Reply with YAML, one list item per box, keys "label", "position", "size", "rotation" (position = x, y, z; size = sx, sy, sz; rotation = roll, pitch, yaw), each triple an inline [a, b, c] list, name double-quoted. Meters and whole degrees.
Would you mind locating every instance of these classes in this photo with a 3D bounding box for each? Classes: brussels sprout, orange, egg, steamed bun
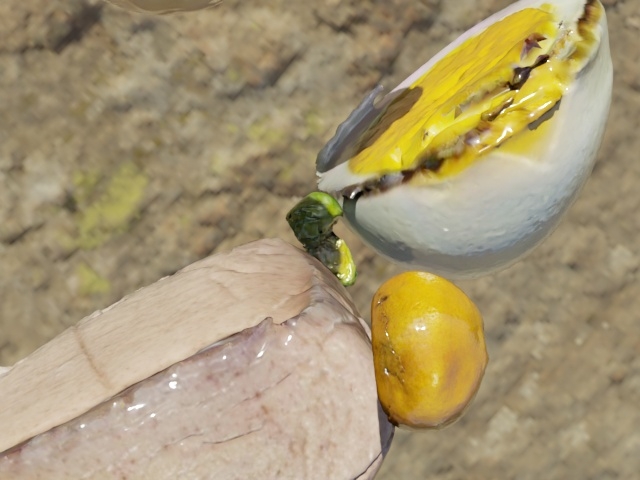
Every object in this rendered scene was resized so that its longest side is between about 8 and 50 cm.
- label: "brussels sprout"
  position: [0.000, 0.000, 1.343]
  size: [0.046, 0.051, 0.083]
  rotation: [-21, 120, -11]
- label: "orange"
  position: [0.058, 0.058, 0.872]
  size: [0.062, 0.086, 0.086]
  rotation: [-5, 129, 7]
- label: "egg"
  position: [0.150, -0.075, 1.379]
  size: [0.286, 0.264, 0.174]
  rotation: [-33, 108, 33]
- label: "steamed bun"
  position: [-0.091, 0.147, 1.031]
  size: [0.301, 0.251, 0.199]
  rotation: [-26, 105, 0]

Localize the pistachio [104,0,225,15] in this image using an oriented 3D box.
- label: "pistachio"
  position: [-0.085, -0.219, 0.845]
  size: [0.157, 0.157, 0.229]
  rotation: [-23, 145, -23]
